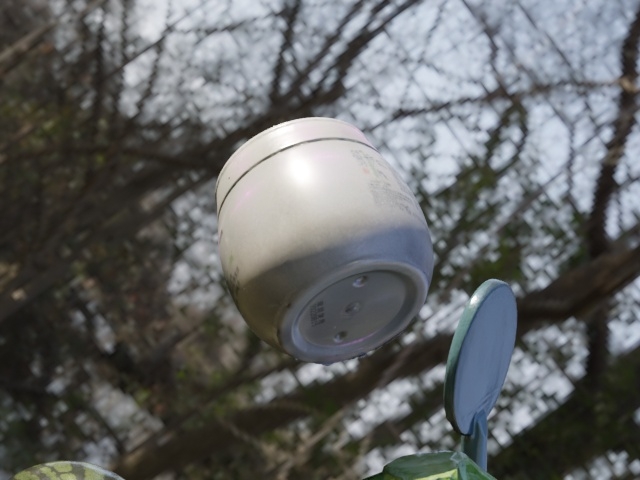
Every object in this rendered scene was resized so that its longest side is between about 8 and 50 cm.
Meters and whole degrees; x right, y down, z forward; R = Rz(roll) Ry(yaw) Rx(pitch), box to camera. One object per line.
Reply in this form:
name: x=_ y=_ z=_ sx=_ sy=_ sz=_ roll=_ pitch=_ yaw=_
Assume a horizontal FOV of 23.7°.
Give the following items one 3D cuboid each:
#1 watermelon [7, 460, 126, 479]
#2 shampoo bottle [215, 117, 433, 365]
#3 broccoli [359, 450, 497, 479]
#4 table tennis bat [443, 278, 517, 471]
watermelon: x=-0.261 y=0.330 z=1.565 sx=0.212 sy=0.212 sz=0.212 roll=53 pitch=-6 yaw=8
shampoo bottle: x=0.000 y=0.000 z=2.002 sx=0.266 sy=0.273 sz=0.273 roll=65 pitch=2 yaw=38
broccoli: x=0.131 y=0.430 z=1.888 sx=0.321 sy=0.413 sz=0.310 roll=-99 pitch=-174 yaw=-46
table tennis bat: x=0.240 y=0.215 z=2.297 sx=0.044 sy=0.215 sz=0.329 roll=14 pitch=-65 yaw=27
